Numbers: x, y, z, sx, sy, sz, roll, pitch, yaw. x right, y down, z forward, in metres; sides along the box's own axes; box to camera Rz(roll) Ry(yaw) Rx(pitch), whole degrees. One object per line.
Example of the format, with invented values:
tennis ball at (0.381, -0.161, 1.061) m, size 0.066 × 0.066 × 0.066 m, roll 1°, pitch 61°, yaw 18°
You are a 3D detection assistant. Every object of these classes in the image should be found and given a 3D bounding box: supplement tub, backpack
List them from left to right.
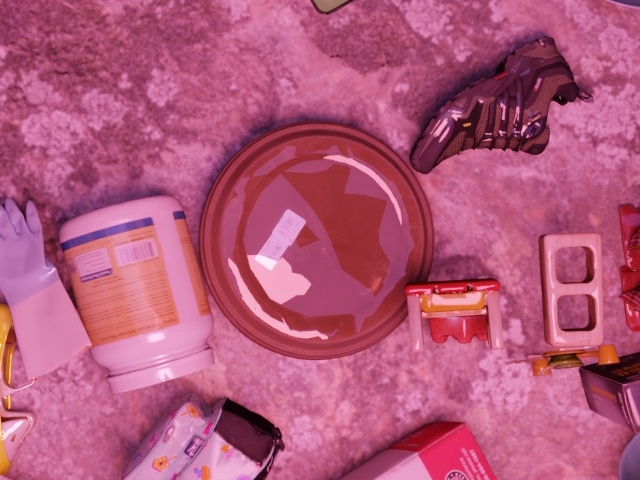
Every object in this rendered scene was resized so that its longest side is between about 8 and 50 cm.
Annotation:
supplement tub at (-0.204, 0.060, 1.245) m, size 0.144 × 0.144 × 0.200 m, roll -15°, pitch 89°, yaw -2°
backpack at (-0.143, 0.268, 1.229) m, size 0.144 × 0.166 × 0.188 m, roll 29°, pitch 87°, yaw -5°

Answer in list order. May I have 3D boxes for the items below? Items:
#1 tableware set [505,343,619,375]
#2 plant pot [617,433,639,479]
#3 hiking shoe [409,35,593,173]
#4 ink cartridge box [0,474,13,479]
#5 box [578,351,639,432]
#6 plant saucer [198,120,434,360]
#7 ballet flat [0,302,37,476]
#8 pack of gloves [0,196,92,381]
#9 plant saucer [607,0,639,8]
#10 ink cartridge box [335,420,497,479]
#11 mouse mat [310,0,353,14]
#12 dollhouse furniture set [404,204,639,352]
tableware set at (0.283, 0.138, 1.245) m, size 0.104 × 0.154 × 0.024 m, roll -2°, pitch 78°, yaw -17°
plant pot at (0.501, 0.320, 1.195) m, size 0.293 × 0.293 × 0.235 m, roll -23°, pitch 106°, yaw -2°
hiking shoe at (0.211, -0.137, 1.289) m, size 0.227 × 0.086 × 0.114 m, roll -38°, pitch 86°, yaw -3°
ink cartridge box at (-0.400, 0.377, 1.178) m, size 0.270 × 0.197 × 0.198 m, roll 24°, pitch 114°, yaw -1°
box at (0.428, 0.149, 1.238) m, size 0.231 × 0.183 × 0.056 m, roll -14°, pitch 90°, yaw -1°
plant saucer at (0.000, 0.000, 1.262) m, size 0.277 × 0.041 × 0.278 m, roll 0°, pitch 90°, yaw -9°
ballet flat at (-0.368, 0.185, 1.275) m, size 0.077 × 0.077 × 0.231 m, roll -3°, pitch 87°, yaw -6°
pack of gloves at (-0.384, 0.065, 1.234) m, size 0.195 × 0.046 × 0.232 m, roll -31°, pitch 64°, yaw 7°
plant saucer at (0.395, -0.430, 1.323) m, size 0.317 × 0.044 × 0.318 m, roll 0°, pitch 89°, yaw -1°
ink cartridge box at (0.068, 0.367, 1.196) m, size 0.306 × 0.131 × 0.226 m, roll -27°, pitch 91°, yaw -18°
mouse mat at (0.017, -0.386, 1.331) m, size 0.152 × 0.007 × 0.190 m, roll -31°, pitch 90°, yaw -2°
dollhouse furniture set at (0.282, 0.036, 1.238) m, size 0.374 × 0.201 × 0.152 m, roll -3°, pitch 89°, yaw 5°
